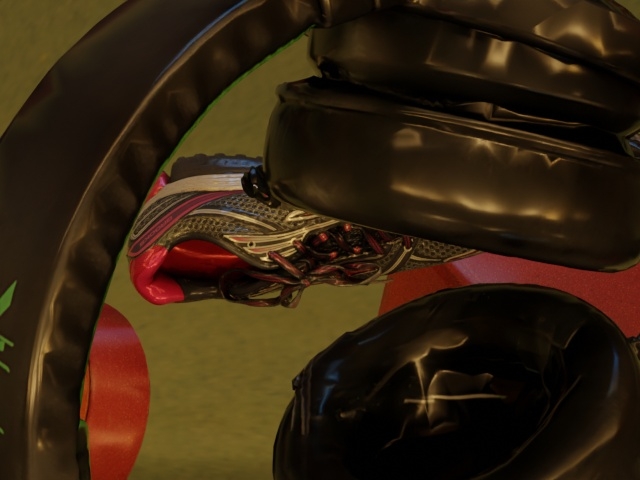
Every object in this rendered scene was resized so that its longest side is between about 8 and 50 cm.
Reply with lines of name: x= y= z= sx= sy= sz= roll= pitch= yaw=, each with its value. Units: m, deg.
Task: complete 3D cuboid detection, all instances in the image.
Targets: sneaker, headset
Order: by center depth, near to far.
headset: x=0.033 y=0.017 z=0.635 sx=0.394 sy=0.185 sz=0.243 roll=-17 pitch=111 yaw=-41
sneaker: x=0.000 y=0.000 z=1.464 sx=0.299 sy=0.112 sz=0.121 roll=-7 pitch=125 yaw=17

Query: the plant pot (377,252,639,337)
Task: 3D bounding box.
plant pot: x=0.209 y=0.144 z=1.671 sx=0.267 sy=0.236 sz=0.267 roll=-3 pitch=121 yaw=-28

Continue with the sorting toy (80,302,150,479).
sorting toy: x=-0.106 y=0.146 z=0.833 sx=0.126 sy=0.365 sz=0.127 roll=22 pitch=112 yaw=-46
